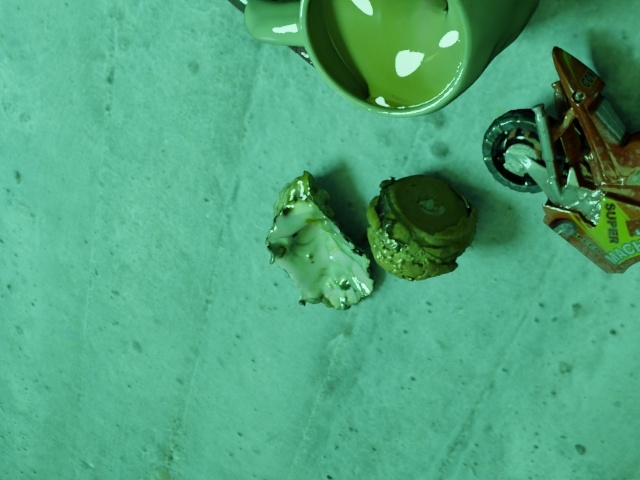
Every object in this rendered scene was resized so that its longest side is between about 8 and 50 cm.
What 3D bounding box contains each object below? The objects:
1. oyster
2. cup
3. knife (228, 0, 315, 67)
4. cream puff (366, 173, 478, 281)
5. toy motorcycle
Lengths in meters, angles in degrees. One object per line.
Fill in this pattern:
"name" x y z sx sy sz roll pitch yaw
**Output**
"oyster" -0.005 0.005 1.298 0.133 0.072 0.209 -18 131 34
"cup" 0.070 -0.213 0.979 0.255 0.202 0.173 -22 108 42
"knife" -0.034 -0.232 1.170 0.247 0.018 0.035 38 132 0
"cream puff" 0.105 -0.009 1.161 0.119 0.133 0.104 27 138 0
"toy motorcycle" 0.301 -0.046 1.031 0.298 0.089 0.171 40 134 2
